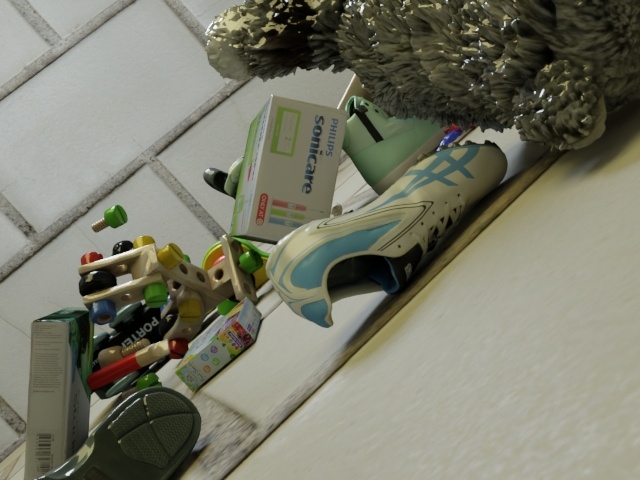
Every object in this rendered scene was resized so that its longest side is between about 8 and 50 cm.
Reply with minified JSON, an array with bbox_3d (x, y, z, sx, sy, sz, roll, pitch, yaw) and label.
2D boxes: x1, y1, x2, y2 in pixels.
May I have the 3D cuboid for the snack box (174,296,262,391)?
[{"bbox_3d":[-0.126,0.129,1.023,0.100,0.037,0.141,-42,5,5],"label":"snack box"}]

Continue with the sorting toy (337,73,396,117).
[{"bbox_3d":[0.100,-0.227,1.398,0.208,0.038,0.193,28,-91,-56],"label":"sorting toy"}]

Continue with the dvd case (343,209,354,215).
[{"bbox_3d":[0.000,0.000,1.313,0.119,0.013,0.087,-46,8,-37],"label":"dvd case"}]

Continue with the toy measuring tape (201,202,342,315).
[{"bbox_3d":[-0.114,0.011,1.479,0.330,0.121,0.121,-40,6,4],"label":"toy measuring tape"}]

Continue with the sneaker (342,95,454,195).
[{"bbox_3d":[0.128,-0.200,1.309,0.256,0.151,0.094,-43,4,-37],"label":"sneaker"}]

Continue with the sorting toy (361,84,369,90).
[{"bbox_3d":[0.177,-0.293,1.292,0.196,0.047,0.348,-46,-19,21],"label":"sorting toy"}]

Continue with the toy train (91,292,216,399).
[{"bbox_3d":[-0.348,0.188,1.607,0.334,0.142,0.190,-41,-4,-6],"label":"toy train"}]

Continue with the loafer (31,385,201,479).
[{"bbox_3d":[-0.195,0.220,0.621,0.267,0.096,0.084,-37,-19,-46],"label":"loafer"}]

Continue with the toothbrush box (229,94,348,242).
[{"bbox_3d":[-0.058,-0.096,1.270,0.283,0.122,0.206,-176,97,-78],"label":"toothbrush box"}]

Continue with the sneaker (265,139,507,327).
[{"bbox_3d":[0.069,-0.006,0.663,0.237,0.086,0.085,-30,-27,-20],"label":"sneaker"}]

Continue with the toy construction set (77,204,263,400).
[{"bbox_3d":[-0.220,0.087,1.244,0.237,0.257,0.309,-26,30,17],"label":"toy construction set"}]

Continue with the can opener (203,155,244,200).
[{"bbox_3d":[-0.110,-0.075,1.511,0.074,0.093,0.280,-60,-36,-9],"label":"can opener"}]

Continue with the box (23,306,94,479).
[{"bbox_3d":[-0.393,0.226,1.230,0.059,0.232,0.322,3,-1,-11],"label":"box"}]

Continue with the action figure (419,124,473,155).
[{"bbox_3d":[0.193,-0.154,1.159,0.115,0.030,0.038,-39,0,-4],"label":"action figure"}]

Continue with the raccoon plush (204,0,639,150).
[{"bbox_3d":[0.074,-0.150,0.676,0.447,0.216,0.299,-15,15,21],"label":"raccoon plush"}]
